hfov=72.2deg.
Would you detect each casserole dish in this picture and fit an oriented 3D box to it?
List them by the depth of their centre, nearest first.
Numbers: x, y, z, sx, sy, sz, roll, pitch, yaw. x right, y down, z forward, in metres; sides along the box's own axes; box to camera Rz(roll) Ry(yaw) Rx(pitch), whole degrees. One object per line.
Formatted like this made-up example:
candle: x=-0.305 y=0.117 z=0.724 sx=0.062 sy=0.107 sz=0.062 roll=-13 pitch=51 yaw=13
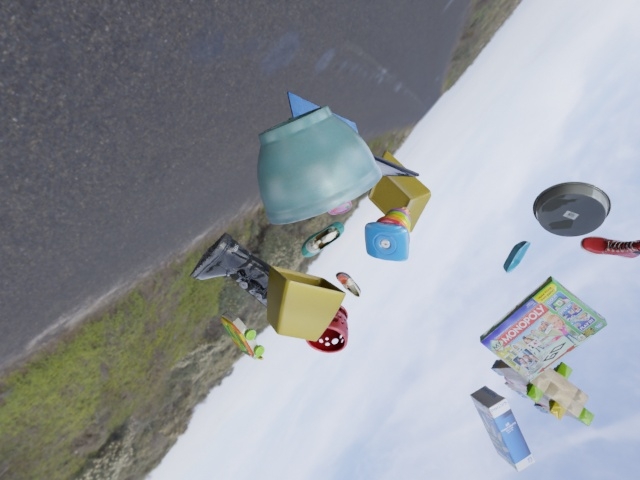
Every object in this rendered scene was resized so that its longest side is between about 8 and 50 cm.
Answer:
casserole dish: x=0.900 y=0.072 z=2.023 sx=0.114 sy=0.037 sz=0.188 roll=-22 pitch=139 yaw=-31

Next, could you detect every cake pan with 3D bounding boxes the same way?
cake pan: x=1.061 y=-0.122 z=1.862 sx=0.293 sy=0.293 sz=0.054 roll=-49 pitch=-168 yaw=51

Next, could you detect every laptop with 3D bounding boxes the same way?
laptop: x=0.118 y=-0.399 z=1.642 sx=0.408 sy=0.382 sz=0.236 roll=12 pitch=-89 yaw=49

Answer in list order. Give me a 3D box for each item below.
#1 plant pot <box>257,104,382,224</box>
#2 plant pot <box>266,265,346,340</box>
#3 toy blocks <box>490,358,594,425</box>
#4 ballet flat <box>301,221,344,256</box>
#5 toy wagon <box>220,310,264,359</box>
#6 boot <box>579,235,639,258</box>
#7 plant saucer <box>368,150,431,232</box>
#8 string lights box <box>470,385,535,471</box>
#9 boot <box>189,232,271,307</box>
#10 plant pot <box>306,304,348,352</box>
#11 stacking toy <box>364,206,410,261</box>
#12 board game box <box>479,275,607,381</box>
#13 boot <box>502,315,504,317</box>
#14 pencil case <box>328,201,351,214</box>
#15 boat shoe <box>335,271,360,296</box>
plant pot: x=-0.027 y=-0.190 z=1.018 sx=0.293 sy=0.196 sz=0.293 roll=-21 pitch=-161 yaw=7
plant pot: x=-0.072 y=0.215 z=1.464 sx=0.212 sy=0.212 sz=0.187 roll=24 pitch=-83 yaw=67
toy blocks: x=0.853 y=0.569 z=1.765 sx=0.191 sy=0.381 sz=0.261 roll=-50 pitch=172 yaw=-16
ballet flat: x=0.000 y=0.000 z=1.980 sx=0.247 sy=0.083 sz=0.087 roll=-36 pitch=-175 yaw=19
toy wagon: x=-0.396 y=0.518 z=2.287 sx=0.068 sy=0.344 sz=0.267 roll=-38 pitch=-146 yaw=-27
boot: x=1.289 y=0.021 z=1.913 sx=0.176 sy=0.244 sz=0.088 roll=46 pitch=54 yaw=-79
plant saucer: x=0.370 y=-0.227 z=2.221 sx=0.081 sy=0.333 sz=0.333 roll=-30 pitch=155 yaw=-27
string lights box: x=0.650 y=0.669 z=1.574 sx=0.076 sy=0.260 sz=0.133 roll=-27 pitch=-175 yaw=-9
boot: x=-0.321 y=0.191 z=1.938 sx=0.367 sy=0.445 sz=0.146 roll=-32 pitch=-152 yaw=49
plant pot: x=0.037 y=0.382 z=1.970 sx=0.191 sy=0.191 sz=0.174 roll=-50 pitch=-165 yaw=37
stacking toy: x=0.305 y=-0.063 z=1.770 sx=0.302 sy=0.175 sz=0.166 roll=-51 pitch=142 yaw=-49
board game box: x=0.715 y=0.294 z=1.431 sx=0.317 sy=0.213 sz=0.046 roll=-53 pitch=177 yaw=27
boot: x=1.035 y=0.422 z=2.234 sx=0.219 sy=0.082 sz=0.106 roll=-34 pitch=-143 yaw=49
pencil case: x=0.061 y=-0.257 z=2.006 sx=0.124 sy=0.124 sz=0.284 roll=-50 pitch=-140 yaw=46
boat shoe: x=0.112 y=0.174 z=1.733 sx=0.049 sy=0.137 sz=0.043 roll=-35 pitch=-150 yaw=20
